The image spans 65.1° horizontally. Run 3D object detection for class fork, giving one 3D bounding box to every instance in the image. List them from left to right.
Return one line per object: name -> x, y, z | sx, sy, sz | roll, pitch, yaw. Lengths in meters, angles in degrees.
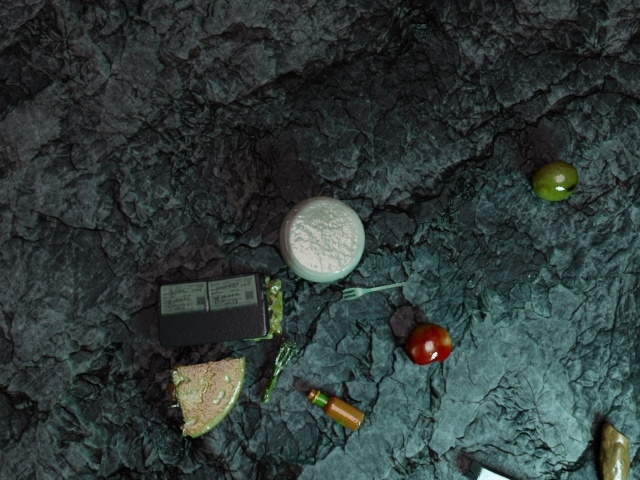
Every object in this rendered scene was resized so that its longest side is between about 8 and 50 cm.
fork -> 0.192, 0.163, 1.709 | 0.235, 0.021, 0.039 | -11, 84, -8

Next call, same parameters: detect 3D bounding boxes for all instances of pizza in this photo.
pizza -> -0.371, 0.458, 1.563 | 0.229, 0.081, 0.289 | 31, 77, -6

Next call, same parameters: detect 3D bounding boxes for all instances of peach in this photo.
peach -> 0.348, 0.339, 1.654 | 0.118, 0.151, 0.151 | 9, 74, -50

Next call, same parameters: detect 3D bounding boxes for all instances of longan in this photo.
longan -> 0.830, -0.220, 1.794 | 0.155, 0.145, 0.176 | 2, 36, -28

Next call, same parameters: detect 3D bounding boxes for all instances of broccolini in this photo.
broccolini -> -0.133, 0.422, 1.622 | 0.067, 0.058, 0.216 | 17, 85, 33

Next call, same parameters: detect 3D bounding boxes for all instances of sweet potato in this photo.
sweet potato -> 0.967, 0.729, 1.648 | 0.097, 0.097, 0.251 | 7, 78, -5

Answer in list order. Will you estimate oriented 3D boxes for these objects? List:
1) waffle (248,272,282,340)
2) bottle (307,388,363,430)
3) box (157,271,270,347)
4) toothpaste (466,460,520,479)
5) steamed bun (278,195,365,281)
waffle -> -0.226, 0.216, 1.638 | 0.204, 0.054, 0.223 | -1, 80, -6
bottle -> 0.044, 0.534, 1.603 | 0.187, 0.069, 0.069 | 31, 78, 2
box -> -0.340, 0.220, 1.588 | 0.350, 0.058, 0.211 | -7, 79, 7
toothpaste -> 0.630, 0.802, 1.604 | 0.313, 0.089, 0.071 | 25, 83, -2
steamed bun -> 0.000, 0.000, 1.639 | 0.283, 0.177, 0.282 | 2, 78, -10
